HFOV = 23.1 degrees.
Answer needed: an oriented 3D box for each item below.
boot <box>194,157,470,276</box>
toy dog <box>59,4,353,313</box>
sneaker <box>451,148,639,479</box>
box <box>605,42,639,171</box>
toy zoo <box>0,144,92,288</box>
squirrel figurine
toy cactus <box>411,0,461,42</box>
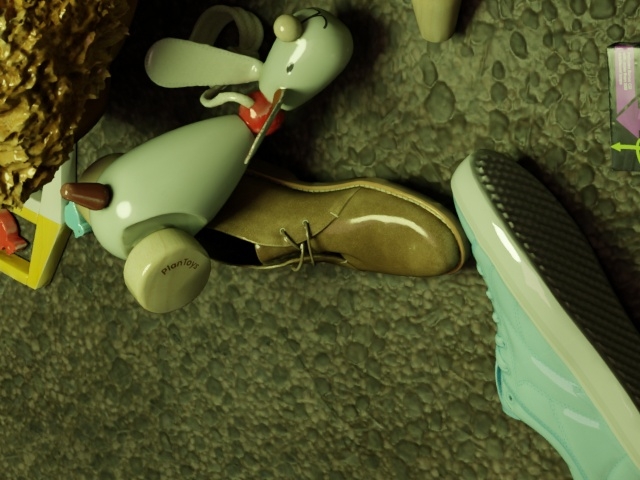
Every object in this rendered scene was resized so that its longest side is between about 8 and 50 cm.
[{"bbox_3d":[0.000,0.000,1.558,0.305,0.115,0.112,11,128,30],"label":"boot"},{"bbox_3d":[-0.128,-0.102,1.495,0.220,0.161,0.334,22,84,35],"label":"toy dog"},{"bbox_3d":[0.203,0.096,1.463,0.150,0.135,0.366,-33,85,32],"label":"sneaker"},{"bbox_3d":[0.333,-0.116,1.376,0.162,0.029,0.116,3,107,30],"label":"box"},{"bbox_3d":[-0.387,-0.069,1.844,0.293,0.030,0.192,27,118,23],"label":"toy zoo"},{"bbox_3d":[-0.245,-0.235,1.479,0.281,0.397,0.370,36,120,-26],"label":"squirrel figurine"},{"bbox_3d":[0.102,-0.265,1.428,0.219,0.112,0.180,-3,139,1],"label":"toy cactus"}]
